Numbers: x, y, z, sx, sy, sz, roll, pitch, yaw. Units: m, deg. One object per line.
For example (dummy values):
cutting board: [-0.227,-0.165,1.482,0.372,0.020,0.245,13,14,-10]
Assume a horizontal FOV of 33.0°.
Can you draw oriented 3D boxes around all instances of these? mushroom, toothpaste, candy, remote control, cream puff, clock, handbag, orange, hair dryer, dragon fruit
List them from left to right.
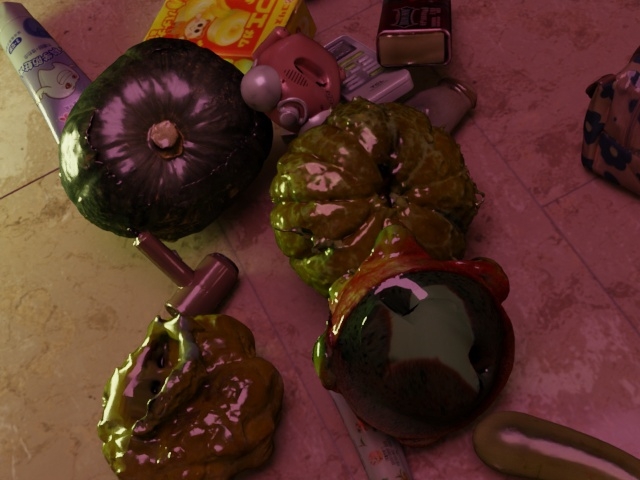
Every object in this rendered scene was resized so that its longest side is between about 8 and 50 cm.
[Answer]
toothpaste: [-0.481,-0.292,1.942,0.125,0.080,0.371,-33,63,-11]
hair dryer: [-0.214,0.035,1.598,0.117,0.181,0.064,-52,22,-20]
cream puff: [-0.185,0.215,1.463,0.282,0.185,0.282,-5,58,8]
candy: [-0.159,-0.345,1.852,0.276,0.088,0.146,6,58,27]
clock: [-0.035,-0.229,1.617,0.093,0.166,0.162,-42,26,36]
remote control: [0.055,-0.268,1.744,0.103,0.034,0.250,-32,33,-7]
orange: [0.068,-0.056,1.519,0.300,0.223,0.301,22,81,-18]
mushroom: [0.088,-0.150,1.679,0.351,0.097,0.109,-26,51,-7]
toothpaste: [0.079,0.282,1.429,0.056,0.058,0.314,-48,45,30]
dragon fruit: [0.124,0.128,1.377,0.268,0.295,0.130,-19,15,0]
handbag: [0.495,-0.207,1.543,0.190,0.193,0.251,32,71,25]

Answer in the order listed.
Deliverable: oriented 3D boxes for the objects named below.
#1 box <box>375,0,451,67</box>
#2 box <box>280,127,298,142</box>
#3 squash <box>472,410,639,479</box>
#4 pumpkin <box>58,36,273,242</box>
box: [0.153,-0.342,1.735,0.120,0.069,0.224,0,29,8]
box: [-0.037,-0.203,1.785,0.054,0.024,0.083,-4,57,11]
squash: [0.310,0.279,1.356,0.250,0.083,0.083,18,64,20]
pumpkin: [-0.240,-0.148,1.664,0.291,0.257,0.327,35,80,-7]
